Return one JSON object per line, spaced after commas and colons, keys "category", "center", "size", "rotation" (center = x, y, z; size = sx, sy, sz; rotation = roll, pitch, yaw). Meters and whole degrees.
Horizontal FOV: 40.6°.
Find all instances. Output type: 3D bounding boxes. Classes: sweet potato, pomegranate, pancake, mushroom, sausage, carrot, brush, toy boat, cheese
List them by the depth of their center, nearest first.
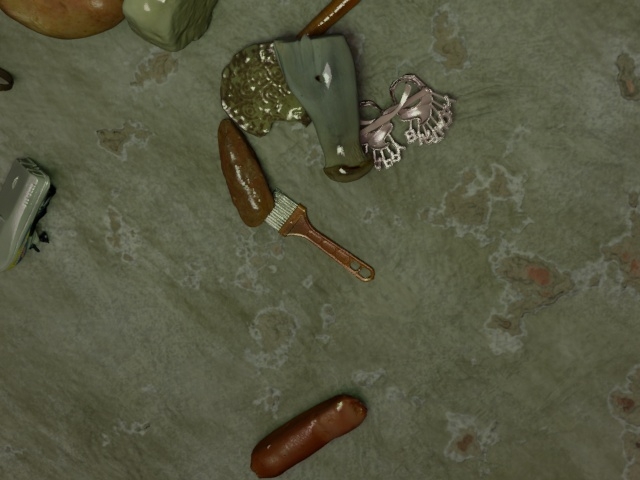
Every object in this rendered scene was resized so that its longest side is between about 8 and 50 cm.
{"category": "pomegranate", "center": [-0.520, -0.566, 1.715], "size": [0.338, 0.338, 0.338], "rotation": [2, 110, 6]}
{"category": "cheese", "center": [-0.278, -0.532, 1.740], "size": [0.115, 0.326, 0.318], "rotation": [26, 73, 3]}
{"category": "mushroom", "center": [0.016, -0.284, 1.828], "size": [0.159, 0.122, 0.329], "rotation": [-4, 109, 38]}
{"category": "carrot", "center": [-0.002, -0.459, 1.850], "size": [0.248, 0.043, 0.043], "rotation": [-39, 101, 20]}
{"category": "pancake", "center": [-0.111, -0.329, 1.897], "size": [0.235, 0.029, 0.212], "rotation": [-4, 117, 13]}
{"category": "sweet potato", "center": [-0.175, -0.155, 1.958], "size": [0.097, 0.097, 0.252], "rotation": [-17, 100, 12]}
{"category": "brush", "center": [0.000, 0.000, 2.026], "size": [0.314, 0.017, 0.090], "rotation": [36, 112, -7]}
{"category": "toy boat", "center": [-0.701, -0.054, 2.038], "size": [0.140, 0.141, 0.270], "rotation": [18, 110, 0]}
{"category": "sausage", "center": [-0.034, 0.482, 2.160], "size": [0.348, 0.094, 0.097], "rotation": [-36, 115, 15]}

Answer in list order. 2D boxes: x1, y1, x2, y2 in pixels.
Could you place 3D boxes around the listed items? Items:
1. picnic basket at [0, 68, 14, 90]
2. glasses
{"category": "picnic basket", "center": [-0.767, -0.380, 1.921], "size": [0.178, 0.128, 0.138], "rotation": [28, 114, 15]}
{"category": "glasses", "center": [0.171, -0.252, 1.873], "size": [0.255, 0.095, 0.162], "rotation": [-30, 102, 20]}
